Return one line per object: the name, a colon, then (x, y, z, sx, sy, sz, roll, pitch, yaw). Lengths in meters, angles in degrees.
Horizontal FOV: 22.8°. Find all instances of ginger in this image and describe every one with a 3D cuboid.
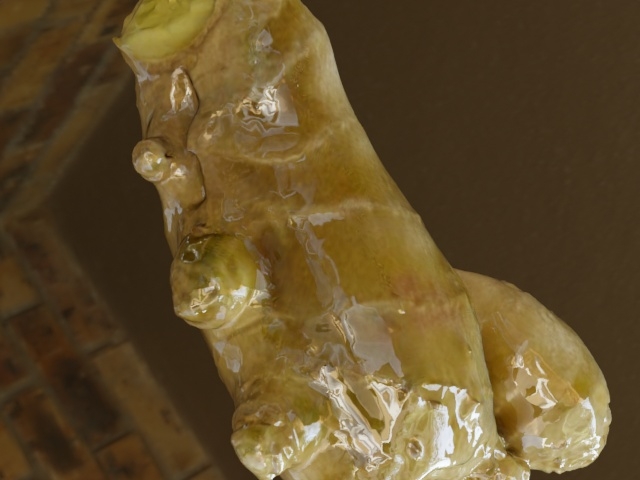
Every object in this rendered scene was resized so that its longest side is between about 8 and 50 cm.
ginger: (-0.004, 0.012, 0.479, 0.205, 0.115, 0.081, 48, -17, 0)
